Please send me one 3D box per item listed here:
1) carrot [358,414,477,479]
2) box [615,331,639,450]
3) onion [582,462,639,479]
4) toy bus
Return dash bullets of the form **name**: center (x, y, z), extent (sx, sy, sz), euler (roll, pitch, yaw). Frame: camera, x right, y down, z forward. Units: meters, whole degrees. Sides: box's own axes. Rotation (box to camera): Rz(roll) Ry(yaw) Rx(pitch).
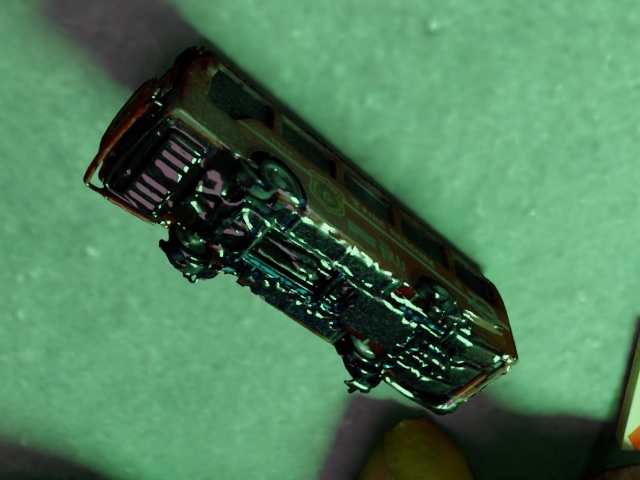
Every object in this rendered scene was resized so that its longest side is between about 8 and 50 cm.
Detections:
- **carrot**: center (0.035, 0.205, 0.628), extent (0.072, 0.072, 0.205), euler (17, 129, -10)
- **box**: center (0.217, 0.091, 0.576), extent (0.058, 0.015, 0.093), euler (1, 122, 2)
- **onion**: center (0.141, 0.212, 0.565), extent (0.206, 0.098, 0.151), euler (-20, 147, -8)
- **toy bus**: center (0.000, 0.000, 0.473), extent (0.235, 0.096, 0.073), euler (38, 116, -21)
